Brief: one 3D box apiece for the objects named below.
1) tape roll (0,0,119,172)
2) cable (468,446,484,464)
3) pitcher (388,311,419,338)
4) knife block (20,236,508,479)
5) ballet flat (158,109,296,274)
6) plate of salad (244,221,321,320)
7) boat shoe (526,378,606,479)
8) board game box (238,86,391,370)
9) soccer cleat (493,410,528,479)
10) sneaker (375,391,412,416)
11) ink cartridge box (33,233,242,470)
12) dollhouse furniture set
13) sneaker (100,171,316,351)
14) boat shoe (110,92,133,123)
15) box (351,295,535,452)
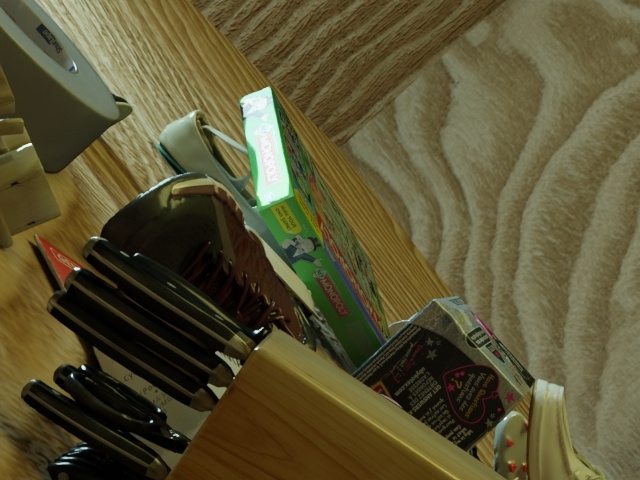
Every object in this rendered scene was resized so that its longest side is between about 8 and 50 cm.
[{"bbox_3d":[-0.271,-0.161,1.227,0.219,0.072,0.219,47,6,-7],"label":"tape roll"},{"bbox_3d":[0.204,0.300,1.774,0.150,0.047,0.184,48,6,-3],"label":"cable"},{"bbox_3d":[0.164,0.180,1.967,0.177,0.125,0.207,70,19,4],"label":"pitcher"},{"bbox_3d":[-0.009,0.098,0.772,0.088,0.276,0.242,-35,113,-83],"label":"knife block"},{"bbox_3d":[-0.092,-0.054,1.728,0.248,0.086,0.086,49,7,0],"label":"ballet flat"},{"bbox_3d":[-0.075,0.021,1.560,0.200,0.048,0.200,46,-4,4],"label":"plate of salad"},{"bbox_3d":[0.279,0.281,1.570,0.098,0.096,0.277,-41,125,-69],"label":"boat shoe"},{"bbox_3d":[0.000,0.000,1.705,0.213,0.046,0.317,-104,168,-49],"label":"board game box"},{"bbox_3d":[0.246,0.295,1.864,0.076,0.068,0.196,25,-38,47],"label":"soccer cleat"},{"bbox_3d":[0.118,0.248,1.234,0.319,0.112,0.131,51,10,9],"label":"sneaker"},{"bbox_3d":[-0.056,0.120,1.048,0.296,0.066,0.261,41,11,-49],"label":"ink cartridge box"},{"bbox_3d":[-0.266,-0.100,0.984,0.182,0.101,0.161,-124,-165,-49],"label":"dollhouse furniture set"},{"bbox_3d":[-0.070,0.047,1.216,0.162,0.106,0.281,54,7,19],"label":"sneaker"},{"bbox_3d":[-0.229,-0.139,1.465,0.042,0.049,0.133,58,12,9],"label":"boat shoe"},{"bbox_3d":[0.128,0.161,1.562,0.142,0.163,0.247,48,7,8],"label":"box"}]
